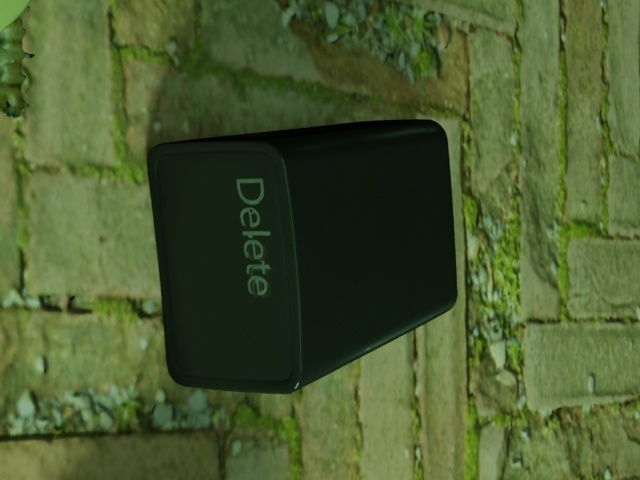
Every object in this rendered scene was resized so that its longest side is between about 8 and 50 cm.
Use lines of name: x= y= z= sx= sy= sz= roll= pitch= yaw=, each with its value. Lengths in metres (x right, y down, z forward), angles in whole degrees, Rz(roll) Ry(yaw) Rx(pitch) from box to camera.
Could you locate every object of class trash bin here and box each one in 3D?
trash bin: x=0.000 y=0.000 z=1.148 sx=0.225 sy=0.115 sz=0.165 roll=-15 pitch=103 yaw=-53

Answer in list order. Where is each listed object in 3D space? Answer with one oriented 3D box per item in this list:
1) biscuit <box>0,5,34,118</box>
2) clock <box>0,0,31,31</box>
biscuit: x=-0.220 y=-0.141 z=0.938 sx=0.144 sy=0.016 sz=0.203 roll=5 pitch=85 yaw=-52
clock: x=-0.270 y=-0.156 z=0.662 sx=0.348 sy=0.117 sz=0.286 roll=-27 pitch=156 yaw=-28
